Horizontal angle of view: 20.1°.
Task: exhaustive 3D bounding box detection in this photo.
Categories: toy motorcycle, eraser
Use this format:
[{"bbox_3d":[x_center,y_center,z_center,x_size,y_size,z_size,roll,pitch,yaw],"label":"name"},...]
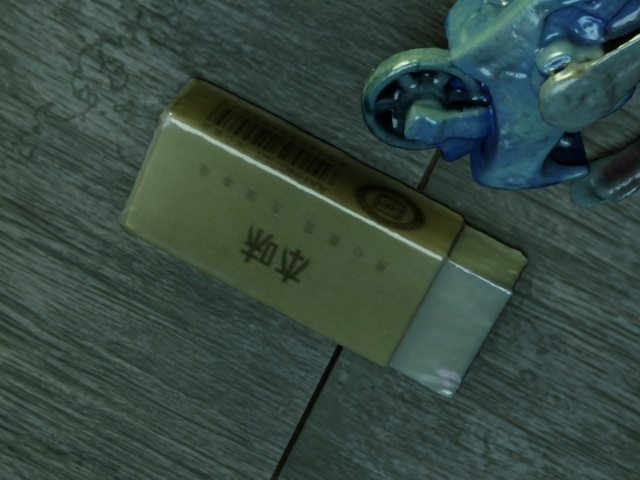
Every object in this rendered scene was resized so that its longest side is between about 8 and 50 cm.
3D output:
[{"bbox_3d":[0.207,-0.130,1.388,0.241,0.182,0.319,46,121,-8],"label":"toy motorcycle"},{"bbox_3d":[0.000,0.000,1.596,0.343,0.078,0.144,27,124,4],"label":"eraser"}]
